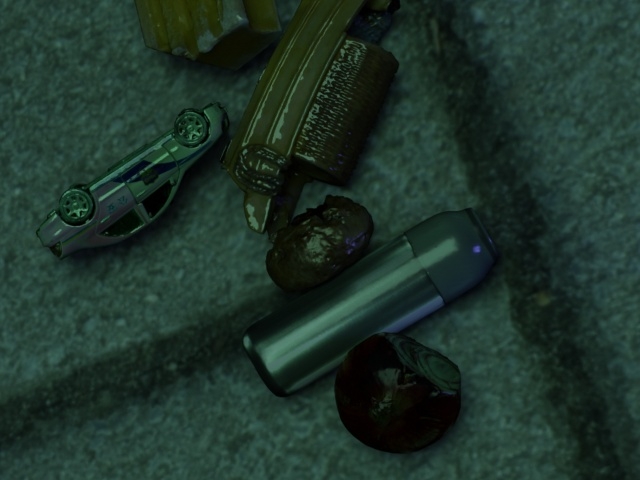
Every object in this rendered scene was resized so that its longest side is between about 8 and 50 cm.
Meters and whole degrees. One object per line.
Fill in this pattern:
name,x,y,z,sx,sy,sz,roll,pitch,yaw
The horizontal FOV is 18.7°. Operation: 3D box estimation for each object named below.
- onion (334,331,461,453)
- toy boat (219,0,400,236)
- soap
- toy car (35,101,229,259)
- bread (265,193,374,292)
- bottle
onion,0.068,0.144,1.790,0.117,0.118,0.118,40,85,9
toy boat,0.005,-0.141,1.904,0.115,0.089,0.310,23,80,22
soap,-0.128,-0.281,1.961,0.140,0.073,0.232,-34,62,40
toy car,-0.178,-0.056,1.923,0.224,0.090,0.076,-34,95,0
bread,0.000,0.000,1.839,0.113,0.082,0.060,-37,105,-17
bottle,0.047,0.053,1.843,0.254,0.079,0.096,-31,30,4
